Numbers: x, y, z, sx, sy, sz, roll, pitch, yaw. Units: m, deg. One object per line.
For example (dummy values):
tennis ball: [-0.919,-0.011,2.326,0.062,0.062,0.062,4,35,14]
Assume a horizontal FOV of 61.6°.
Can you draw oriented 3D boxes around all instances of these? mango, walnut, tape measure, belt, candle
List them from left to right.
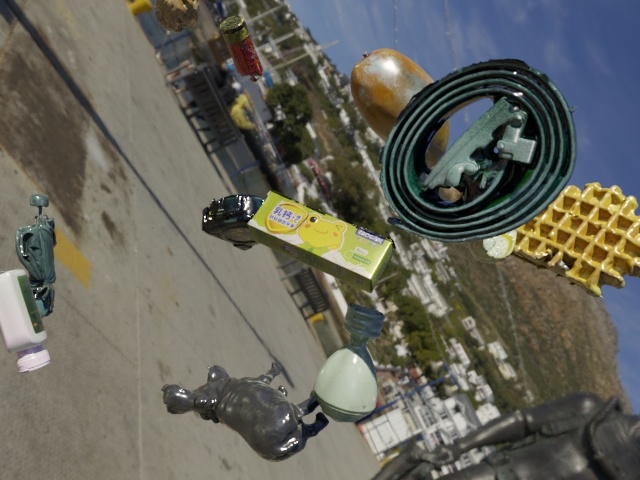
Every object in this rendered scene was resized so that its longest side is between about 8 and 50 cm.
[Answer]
walnut: [-0.245,-0.399,0.916,0.082,0.079,0.096,37,-18,-11]
candle: [-0.149,-0.363,1.040,0.131,0.052,0.052,68,-2,-47]
tape measure: [-0.206,-0.056,1.480,0.199,0.186,0.112,24,59,-47]
mango: [0.235,-0.363,1.494,0.198,0.221,0.384,-8,-52,51]
belt: [0.191,-0.103,0.688,0.206,0.267,0.116,56,27,4]

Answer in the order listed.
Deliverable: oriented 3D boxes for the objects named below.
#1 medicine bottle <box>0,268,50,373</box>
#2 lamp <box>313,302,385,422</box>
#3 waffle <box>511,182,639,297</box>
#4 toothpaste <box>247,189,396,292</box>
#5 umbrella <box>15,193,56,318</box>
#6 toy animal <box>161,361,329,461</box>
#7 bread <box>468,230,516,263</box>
medicine bottle: [-0.649,0.173,1.159,0.115,0.078,0.219,174,-101,-73]
lamp: [0.053,0.200,0.865,0.106,0.106,0.193,-114,-140,-84]
waffle: [0.536,-0.005,1.132,0.065,0.309,0.283,40,42,-41]
toothpaste: [0.000,0.000,1.219,0.327,0.110,0.077,23,-24,18]
umbrella: [-0.788,0.045,1.487,0.143,0.094,0.349,-145,-123,-76]
toy animal: [-0.143,0.311,1.027,0.343,0.168,0.106,5,-62,38]
bread: [0.345,-0.007,1.106,0.083,0.094,0.157,21,35,-13]
